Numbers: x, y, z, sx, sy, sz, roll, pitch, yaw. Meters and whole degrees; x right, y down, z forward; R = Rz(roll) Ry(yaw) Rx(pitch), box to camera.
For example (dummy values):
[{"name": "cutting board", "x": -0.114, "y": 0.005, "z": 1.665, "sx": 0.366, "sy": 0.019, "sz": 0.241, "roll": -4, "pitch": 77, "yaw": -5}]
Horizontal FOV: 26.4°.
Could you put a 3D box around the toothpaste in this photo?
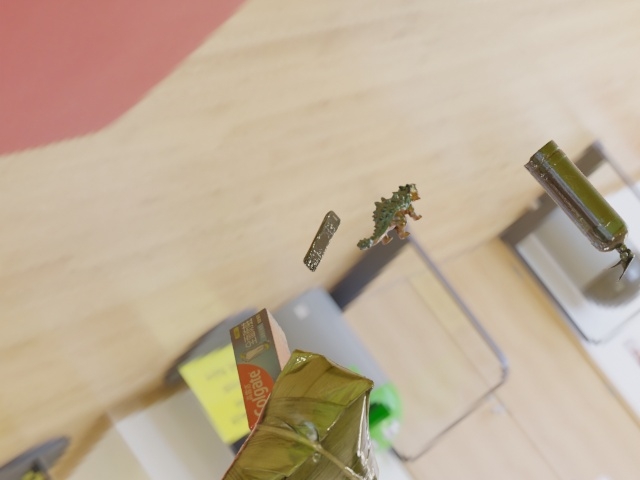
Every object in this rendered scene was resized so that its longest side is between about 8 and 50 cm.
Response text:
[{"name": "toothpaste", "x": -0.083, "y": 0.215, "z": 2.142, "sx": 0.076, "sy": 0.066, "sz": 0.320, "roll": -33, "pitch": -156, "yaw": 5}]

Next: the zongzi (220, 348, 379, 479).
[{"name": "zongzi", "x": -0.026, "y": 0.234, "z": 1.238, "sx": 0.204, "sy": 0.094, "sz": 0.205, "roll": -52, "pitch": 150, "yaw": -29}]

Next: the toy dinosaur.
[{"name": "toy dinosaur", "x": 0.092, "y": -0.029, "z": 1.784, "sx": 0.049, "sy": 0.055, "sz": 0.154, "roll": -12, "pitch": -156, "yaw": 41}]

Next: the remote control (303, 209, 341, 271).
[{"name": "remote control", "x": 0.000, "y": 0.000, "z": 2.073, "sx": 0.096, "sy": 0.014, "sz": 0.039, "roll": -63, "pitch": 145, "yaw": -16}]

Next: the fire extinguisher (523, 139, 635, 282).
[{"name": "fire extinguisher", "x": 0.464, "y": -0.050, "z": 2.410, "sx": 0.089, "sy": 0.267, "sz": 0.072, "roll": -43, "pitch": 174, "yaw": 28}]
